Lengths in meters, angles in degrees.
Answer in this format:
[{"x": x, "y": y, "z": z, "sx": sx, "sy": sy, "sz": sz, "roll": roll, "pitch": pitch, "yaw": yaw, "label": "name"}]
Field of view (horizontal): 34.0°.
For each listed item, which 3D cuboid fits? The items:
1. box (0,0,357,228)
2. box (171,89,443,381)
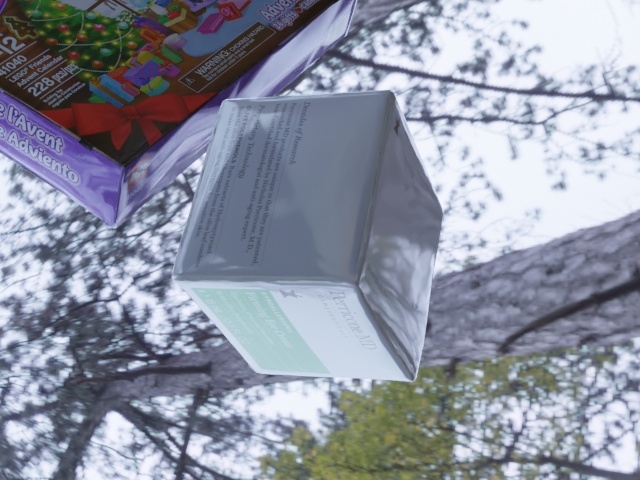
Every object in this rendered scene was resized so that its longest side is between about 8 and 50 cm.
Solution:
[{"x": -0.127, "y": -0.152, "z": 0.722, "sx": 0.201, "sy": 0.057, "sz": 0.293, "roll": 31, "pitch": -134, "yaw": 12, "label": "box"}, {"x": 0.000, "y": 0.000, "z": 0.486, "sx": 0.101, "sy": 0.087, "sz": 0.101, "roll": 59, "pitch": -144, "yaw": -53, "label": "box"}]
